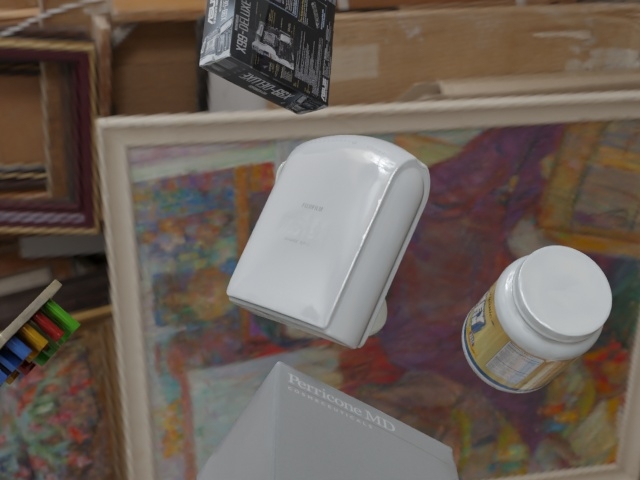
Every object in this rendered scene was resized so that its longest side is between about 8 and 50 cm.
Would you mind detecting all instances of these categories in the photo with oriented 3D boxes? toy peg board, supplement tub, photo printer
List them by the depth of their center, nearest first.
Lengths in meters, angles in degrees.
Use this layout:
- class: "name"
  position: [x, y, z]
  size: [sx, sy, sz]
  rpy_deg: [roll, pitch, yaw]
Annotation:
- class: "supplement tub"
  position: [0.280, 0.104, 1.310]
  size: [0.144, 0.144, 0.200]
  rpy_deg: [63, 157, 20]
- class: "photo printer"
  position: [0.016, -0.014, 1.495]
  size: [0.256, 0.107, 0.307]
  rpy_deg: [15, 77, 47]
- class: "toy peg board"
  position: [-0.462, 0.169, 1.572]
  size: [0.079, 0.161, 0.161]
  rpy_deg: [42, 125, -7]

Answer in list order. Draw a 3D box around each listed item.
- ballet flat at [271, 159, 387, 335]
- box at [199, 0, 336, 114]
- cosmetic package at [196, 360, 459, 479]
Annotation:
- class: "ballet flat"
  position: [0.000, 0.000, 1.804]
  size: [0.139, 0.139, 0.400]
  rpy_deg: [105, 148, -41]
- class: "box"
  position: [-0.078, -0.398, 1.699]
  size: [0.076, 0.242, 0.307]
  rpy_deg: [-7, 72, 41]
- class: "cosmetic package"
  position: [0.006, 0.176, 0.478]
  size: [0.107, 0.127, 0.238]
  rpy_deg: [-56, 16, 22]
